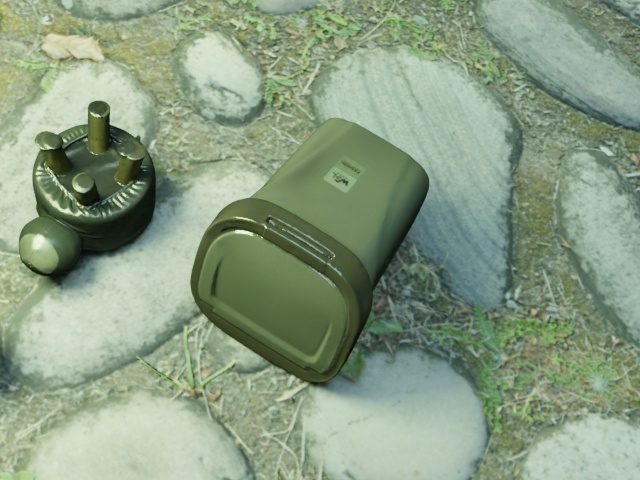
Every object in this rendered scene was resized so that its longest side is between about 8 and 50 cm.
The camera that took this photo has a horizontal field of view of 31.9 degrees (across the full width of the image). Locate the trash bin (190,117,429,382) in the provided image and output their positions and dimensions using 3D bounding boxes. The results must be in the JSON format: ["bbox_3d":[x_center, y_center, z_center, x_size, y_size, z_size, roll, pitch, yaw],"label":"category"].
[{"bbox_3d":[0.000,0.000,1.395,0.220,0.219,0.250,33,55,7],"label":"trash bin"}]

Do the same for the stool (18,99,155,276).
[{"bbox_3d":[-0.290,-0.061,1.414,0.153,0.139,0.228,8,58,-3],"label":"stool"}]
